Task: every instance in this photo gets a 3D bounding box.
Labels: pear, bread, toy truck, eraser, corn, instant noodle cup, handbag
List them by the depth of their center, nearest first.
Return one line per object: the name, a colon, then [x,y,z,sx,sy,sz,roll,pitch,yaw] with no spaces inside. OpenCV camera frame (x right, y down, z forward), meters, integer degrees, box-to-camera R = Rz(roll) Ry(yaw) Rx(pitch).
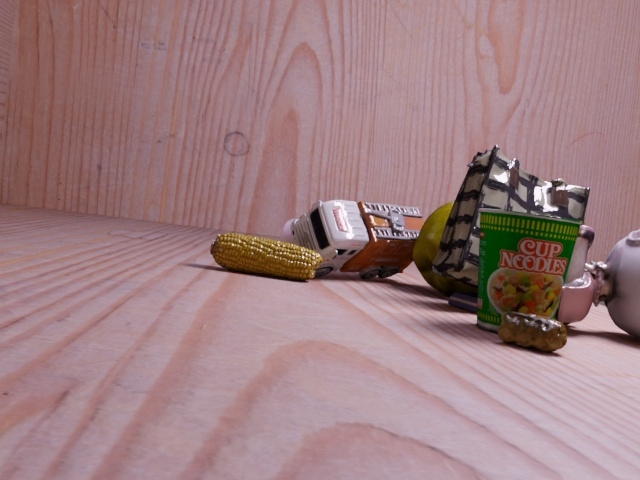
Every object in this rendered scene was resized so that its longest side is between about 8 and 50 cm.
bread: [0.371,0.158,1.206,0.110,0.060,0.066,9,19,37]
instant noodle cup: [0.396,0.064,1.372,0.207,0.233,0.207,7,2,0]
eraser: [0.388,0.151,1.585,0.081,0.036,0.225,4,4,-28]
handbag: [0.459,-0.020,1.656,0.325,0.327,0.162,22,-9,-19]
corn: [-0.138,0.044,1.792,0.293,0.106,0.106,12,4,9]
pear: [0.402,0.018,1.877,0.294,0.294,0.294,7,3,0]
toy truck: [0.121,-0.013,1.949,0.387,0.173,0.207,2,-30,-40]

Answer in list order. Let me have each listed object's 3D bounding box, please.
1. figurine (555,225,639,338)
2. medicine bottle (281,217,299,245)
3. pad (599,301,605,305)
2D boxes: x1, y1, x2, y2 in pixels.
figurine: [0.656,0.111,1.468,0.361,0.253,0.211,0,46,7]
medicine bottle: [0.000,0.000,2.392,0.254,0.152,0.152,10,4,34]
pad: [0.939,0.202,2.182,0.159,0.009,0.265,7,3,-12]
